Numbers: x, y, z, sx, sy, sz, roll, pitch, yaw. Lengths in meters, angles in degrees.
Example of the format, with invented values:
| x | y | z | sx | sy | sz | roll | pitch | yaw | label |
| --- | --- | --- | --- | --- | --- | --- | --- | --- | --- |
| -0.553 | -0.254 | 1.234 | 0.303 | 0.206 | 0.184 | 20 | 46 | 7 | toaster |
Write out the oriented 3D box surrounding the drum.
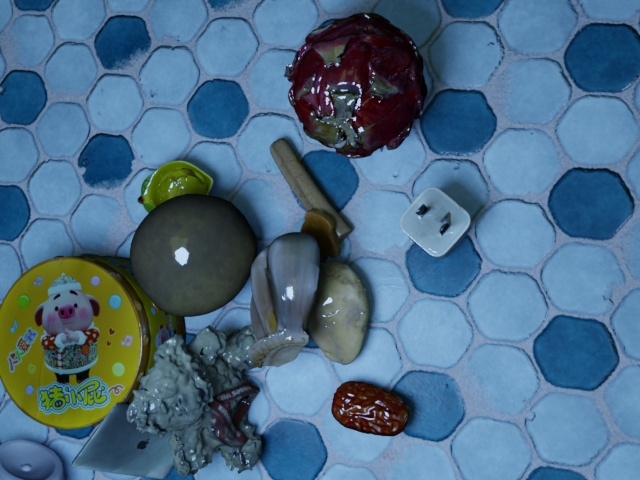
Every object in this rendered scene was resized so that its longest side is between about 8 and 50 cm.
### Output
| x | y | z | sx | sy | sz | roll | pitch | yaw | label |
| --- | --- | --- | --- | --- | --- | --- | --- | --- | --- |
| -0.572 | 0.244 | 1.493 | 0.431 | 0.214 | 0.431 | -1 | 87 | 13 | drum |

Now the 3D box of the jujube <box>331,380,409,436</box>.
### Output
| x | y | z | sx | sy | sz | roll | pitch | yaw | label |
| --- | --- | --- | --- | --- | --- | --- | --- | --- | --- |
| 0.113 | 0.386 | 1.363 | 0.176 | 0.109 | 0.112 | 14 | 58 | 14 | jujube |

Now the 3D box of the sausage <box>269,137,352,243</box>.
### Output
| x | y | z | sx | sy | sz | roll | pitch | yaw | label |
| --- | --- | --- | --- | --- | --- | --- | --- | --- | --- |
| -0.030 | -0.123 | 1.463 | 0.066 | 0.066 | 0.301 | -37 | 77 | 9 | sausage |

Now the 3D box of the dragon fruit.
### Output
| x | y | z | sx | sy | sz | roll | pitch | yaw | label |
| --- | --- | --- | --- | --- | --- | --- | --- | --- | --- |
| 0.081 | -0.341 | 1.326 | 0.329 | 0.329 | 0.329 | -1 | 86 | 14 | dragon fruit |

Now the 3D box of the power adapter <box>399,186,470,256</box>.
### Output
| x | y | z | sx | sy | sz | roll | pitch | yaw | label |
| --- | --- | --- | --- | --- | --- | --- | --- | --- | --- |
| 0.251 | -0.039 | 1.314 | 0.130 | 0.205 | 0.125 | 43 | 97 | 15 | power adapter |

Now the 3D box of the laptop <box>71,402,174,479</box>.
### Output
| x | y | z | sx | sy | sz | roll | pitch | yaw | label |
| --- | --- | --- | --- | --- | --- | --- | --- | --- | --- |
| -0.428 | 0.484 | 1.432 | 0.187 | 0.269 | 0.015 | -53 | 43 | 5 | laptop |

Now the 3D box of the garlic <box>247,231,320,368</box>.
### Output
| x | y | z | sx | sy | sz | roll | pitch | yaw | label |
| --- | --- | --- | --- | --- | --- | --- | --- | --- | --- |
| -0.084 | 0.107 | 1.335 | 0.132 | 0.279 | 0.325 | 14 | 53 | -23 | garlic |

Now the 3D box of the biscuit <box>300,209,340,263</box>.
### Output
| x | y | z | sx | sy | sz | roll | pitch | yaw | label |
| --- | --- | --- | --- | --- | --- | --- | --- | --- | --- |
| 0.001 | -0.001 | 1.430 | 0.118 | 0.023 | 0.140 | 37 | 131 | 21 | biscuit |

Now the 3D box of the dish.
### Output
| x | y | z | sx | sy | sz | roll | pitch | yaw | label |
| --- | --- | --- | --- | --- | --- | --- | --- | --- | --- |
| -0.359 | -0.124 | 1.534 | 0.208 | 0.080 | 0.149 | -11 | 87 | 11 | dish |

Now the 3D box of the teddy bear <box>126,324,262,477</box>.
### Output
| x | y | z | sx | sy | sz | roll | pitch | yaw | label |
| --- | --- | --- | --- | --- | --- | --- | --- | --- | --- |
| -0.267 | 0.358 | 1.335 | 0.224 | 0.367 | 0.357 | 9 | 87 | 20 | teddy bear |

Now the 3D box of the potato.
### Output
| x | y | z | sx | sy | sz | roll | pitch | yaw | label |
| --- | --- | --- | --- | --- | --- | --- | --- | --- | --- |
| 0.031 | 0.166 | 1.393 | 0.161 | 0.128 | 0.234 | 11 | 94 | 16 | potato |

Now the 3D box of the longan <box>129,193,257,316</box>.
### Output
| x | y | z | sx | sy | sz | roll | pitch | yaw | label |
| --- | --- | --- | --- | --- | --- | --- | --- | --- | --- |
| -0.295 | 0.030 | 1.403 | 0.297 | 0.297 | 0.297 | -1 | 86 | 14 | longan |

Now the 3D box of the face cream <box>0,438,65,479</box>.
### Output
| x | y | z | sx | sy | sz | roll | pitch | yaw | label |
| --- | --- | --- | --- | --- | --- | --- | --- | --- | --- |
| -0.771 | 0.707 | 1.489 | 0.312 | 0.219 | 0.357 | 25 | 100 | 42 | face cream |
